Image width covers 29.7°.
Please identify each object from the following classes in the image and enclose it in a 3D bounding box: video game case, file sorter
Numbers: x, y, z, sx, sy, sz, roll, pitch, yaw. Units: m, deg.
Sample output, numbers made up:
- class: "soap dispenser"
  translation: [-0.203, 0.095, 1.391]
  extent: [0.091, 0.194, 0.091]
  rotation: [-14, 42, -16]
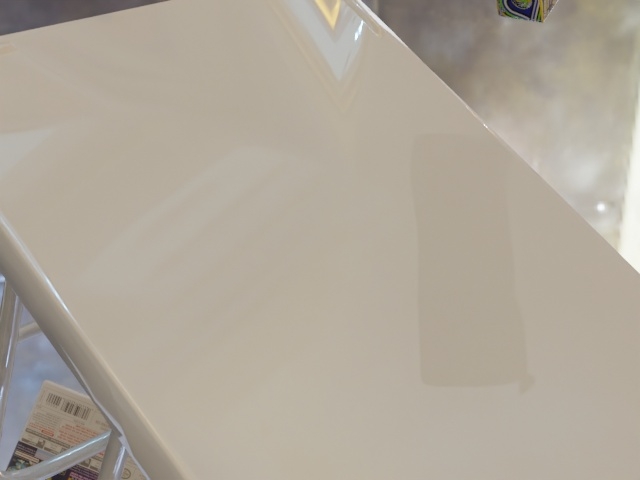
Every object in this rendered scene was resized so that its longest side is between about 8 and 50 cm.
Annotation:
- class: "video game case"
  translation: [-0.275, 0.283, 1.430]
  extent: [0.023, 0.201, 0.183]
  rotation: [54, 56, -70]
- class: "file sorter"
  translation: [-0.008, 0.065, 0.440]
  extent: [0.278, 0.192, 0.173]
  rotation: [48, -41, 25]

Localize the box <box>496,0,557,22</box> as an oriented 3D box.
- class: "box"
  translation: [0.206, -0.309, 1.231]
  extent: [0.059, 0.054, 0.169]
  rotation: [-54, 143, -32]
